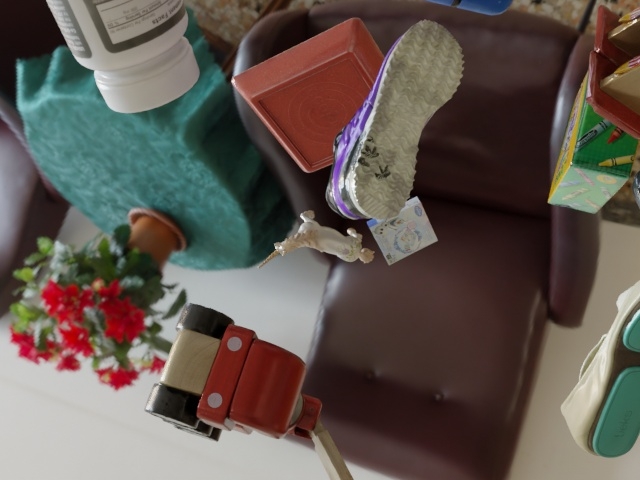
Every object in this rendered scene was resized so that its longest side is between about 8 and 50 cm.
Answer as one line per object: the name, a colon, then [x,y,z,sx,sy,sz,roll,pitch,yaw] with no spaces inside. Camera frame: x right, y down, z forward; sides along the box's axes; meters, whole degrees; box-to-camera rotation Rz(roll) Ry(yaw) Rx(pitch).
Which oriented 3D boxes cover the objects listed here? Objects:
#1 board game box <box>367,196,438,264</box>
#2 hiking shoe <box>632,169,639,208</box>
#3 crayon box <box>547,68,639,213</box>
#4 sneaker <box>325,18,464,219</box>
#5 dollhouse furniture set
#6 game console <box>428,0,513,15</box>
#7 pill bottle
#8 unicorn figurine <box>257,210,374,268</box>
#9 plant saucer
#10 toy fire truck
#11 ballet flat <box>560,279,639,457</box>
board game box: [0.132,-0.014,1.205,0.090,0.020,0.090,-26,128,5]
hiking shoe: [0.627,0.009,1.290,0.304,0.113,0.132,54,170,6]
crayon box: [0.410,-0.149,1.119,0.081,0.166,0.278,14,175,12]
sneaker: [0.081,-0.158,1.001,0.102,0.294,0.146,32,163,-20]
dollhouse furniture set: [0.519,-0.173,0.889,0.374,0.152,0.201,26,156,-21]
game console: [0.189,-0.505,1.066,0.250,0.173,0.293,6,130,-19]
pill bottle: [-0.265,-0.319,0.957,0.161,0.161,0.283,8,134,30]
unicorn figurine: [0.000,0.000,1.042,0.161,0.111,0.060,6,108,-2]
plant saucer: [0.015,-0.233,1.335,0.259,0.048,0.258,-21,134,23]
toy fire truck: [-0.047,0.196,0.819,0.246,0.159,0.217,16,161,7]
ballet flat: [0.306,0.099,0.736,0.086,0.086,0.249,24,115,7]
